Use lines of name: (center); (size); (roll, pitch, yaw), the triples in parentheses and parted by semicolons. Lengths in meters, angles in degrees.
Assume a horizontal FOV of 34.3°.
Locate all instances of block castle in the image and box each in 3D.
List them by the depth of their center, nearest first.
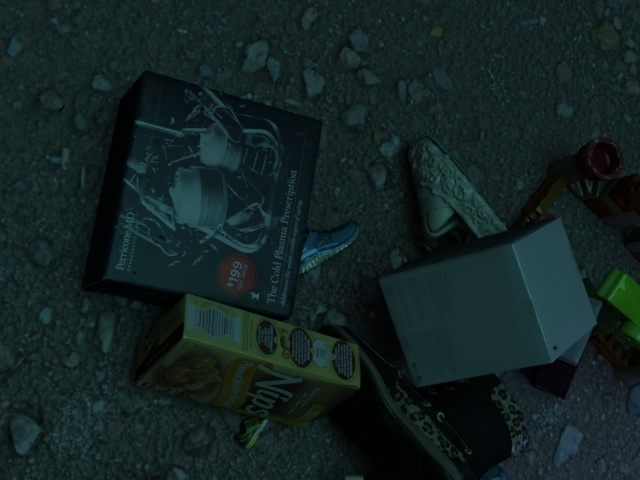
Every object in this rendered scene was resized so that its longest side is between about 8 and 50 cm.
block castle: (0.597, 0.046, 2.021); (0.453, 0.213, 0.303); (44, 67, -12)

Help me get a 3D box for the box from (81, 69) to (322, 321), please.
box: (-0.192, -0.058, 1.702); (0.313, 0.179, 0.343); (13, 77, -21)

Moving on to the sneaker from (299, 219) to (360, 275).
sneaker: (0.000, 0.000, 1.844); (0.162, 0.063, 0.073); (-31, 92, -25)

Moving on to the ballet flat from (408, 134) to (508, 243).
ballet flat: (0.271, -0.011, 1.896); (0.147, 0.147, 0.409); (-36, 81, -24)

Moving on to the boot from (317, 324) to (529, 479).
boot: (0.179, 0.281, 1.829); (0.284, 0.138, 0.377); (-13, 51, -46)

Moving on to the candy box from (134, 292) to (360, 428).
candy box: (-0.116, 0.201, 1.673); (0.316, 0.183, 0.087); (20, 51, -25)

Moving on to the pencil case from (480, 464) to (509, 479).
pencil case: (0.274, 0.466, 1.893); (0.152, 0.064, 0.070); (-27, 70, -24)

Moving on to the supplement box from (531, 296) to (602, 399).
supplement box: (0.453, 0.195, 1.922); (0.073, 0.239, 0.130); (22, 70, 17)

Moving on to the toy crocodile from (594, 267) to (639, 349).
toy crocodile: (0.632, 0.168, 1.894); (0.341, 0.105, 0.115); (34, 83, -15)

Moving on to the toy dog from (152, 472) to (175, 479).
toy dog: (-0.146, 0.614, 1.569); (0.408, 0.284, 0.395); (39, 69, -16)

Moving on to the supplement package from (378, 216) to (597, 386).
supplement package: (0.279, 0.102, 1.732); (0.198, 0.263, 0.199); (-23, 95, -52)

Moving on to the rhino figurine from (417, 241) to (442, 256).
rhino figurine: (0.241, 0.110, 1.929); (0.106, 0.073, 0.243); (-29, 93, -29)

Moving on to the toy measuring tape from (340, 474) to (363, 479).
toy measuring tape: (0.070, 0.553, 1.691); (0.121, 0.121, 0.330); (4, 81, -24)

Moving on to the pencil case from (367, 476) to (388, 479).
pencil case: (0.161, 0.535, 1.801); (0.114, 0.124, 0.273); (-12, 88, -25)

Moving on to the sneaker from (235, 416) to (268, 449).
sneaker: (-0.115, 0.312, 1.761); (0.035, 0.031, 0.083); (33, 69, -14)
